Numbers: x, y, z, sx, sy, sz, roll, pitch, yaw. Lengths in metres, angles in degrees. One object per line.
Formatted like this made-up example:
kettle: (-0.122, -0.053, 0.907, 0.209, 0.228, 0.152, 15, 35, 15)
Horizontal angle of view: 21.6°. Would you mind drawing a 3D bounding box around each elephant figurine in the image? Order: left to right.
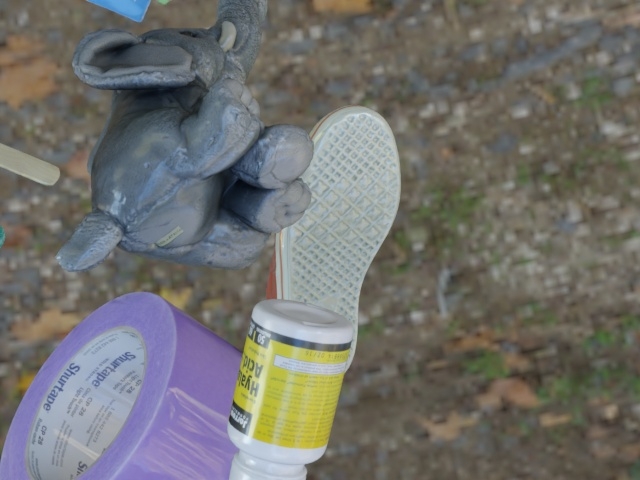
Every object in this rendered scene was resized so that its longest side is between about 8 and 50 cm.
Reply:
elephant figurine: (-0.114, -0.096, 1.271, 0.186, 0.239, 0.169, 16, 121, -41)

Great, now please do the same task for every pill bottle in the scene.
pill bottle: (-0.022, 0.100, 1.044, 0.065, 0.116, 0.065, 12, -169, -2)

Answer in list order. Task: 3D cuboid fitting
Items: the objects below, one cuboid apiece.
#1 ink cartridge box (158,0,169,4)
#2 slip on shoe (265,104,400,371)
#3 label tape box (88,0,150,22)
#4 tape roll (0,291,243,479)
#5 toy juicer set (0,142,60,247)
ink cartridge box: (-0.171, -0.337, 1.012, 0.353, 0.207, 0.119, 35, 167, -8)
slip on shoe: (0.000, 0.000, 1.706, 0.123, 0.101, 0.331, -5, 129, -20)
label tape box: (-0.182, -0.338, 1.252, 0.241, 0.106, 0.333, 21, 112, -12)
tape roll: (-0.140, 0.137, 1.203, 0.189, 0.189, 0.080, -27, 130, 37)
toy juicer set: (-0.373, 0.000, 1.507, 0.089, 0.329, 0.209, -25, 126, 36)
